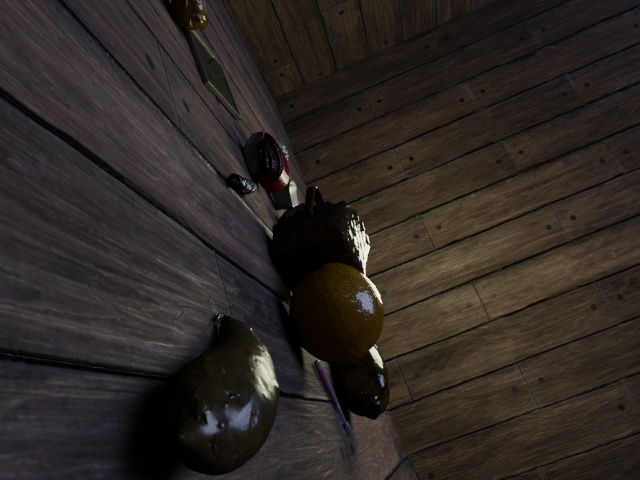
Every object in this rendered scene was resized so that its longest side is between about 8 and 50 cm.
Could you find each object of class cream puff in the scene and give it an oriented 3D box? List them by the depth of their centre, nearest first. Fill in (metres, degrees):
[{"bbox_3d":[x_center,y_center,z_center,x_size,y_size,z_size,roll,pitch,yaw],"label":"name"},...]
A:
[{"bbox_3d":[-0.397,-0.699,1.535,0.144,0.103,0.126,-99,179,-67],"label":"cream puff"}]

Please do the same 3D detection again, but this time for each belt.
[{"bbox_3d":[-0.187,-0.276,1.762,0.124,0.127,0.201,50,19,-76],"label":"belt"}]

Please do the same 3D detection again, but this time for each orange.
[{"bbox_3d":[0.043,0.198,1.401,0.274,0.274,0.274,-22,90,-85],"label":"orange"}]

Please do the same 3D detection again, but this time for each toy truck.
[{"bbox_3d":[-0.072,-0.045,1.997,0.270,0.135,0.114,66,1,-68],"label":"toy truck"}]

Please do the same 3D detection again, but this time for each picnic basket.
[{"bbox_3d":[0.000,0.000,1.621,0.321,0.291,0.254,-84,152,-54],"label":"picnic basket"}]

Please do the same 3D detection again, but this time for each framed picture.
[{"bbox_3d":[-0.369,-0.576,1.742,0.335,0.022,0.247,37,30,-79],"label":"framed picture"}]

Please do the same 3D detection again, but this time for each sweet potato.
[{"bbox_3d":[-0.117,0.180,0.668,0.422,0.130,0.131,-122,-171,-84],"label":"sweet potato"}]

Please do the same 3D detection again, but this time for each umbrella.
[{"bbox_3d":[-0.219,-0.154,1.417,0.046,0.050,0.188,47,5,3],"label":"umbrella"}]

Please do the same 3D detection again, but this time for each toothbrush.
[{"bbox_3d":[0.039,0.474,1.532,0.025,0.020,0.287,-123,-171,-71],"label":"toothbrush"}]

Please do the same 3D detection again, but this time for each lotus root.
[{"bbox_3d":[0.145,0.462,1.772,0.397,0.179,0.196,-103,167,-66],"label":"lotus root"}]

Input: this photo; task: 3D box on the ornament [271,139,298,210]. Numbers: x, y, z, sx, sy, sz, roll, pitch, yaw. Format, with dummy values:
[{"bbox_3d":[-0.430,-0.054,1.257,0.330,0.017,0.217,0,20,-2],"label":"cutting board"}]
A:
[{"bbox_3d":[-0.160,-0.254,1.958,0.285,0.130,0.120,68,18,4],"label":"ornament"}]
